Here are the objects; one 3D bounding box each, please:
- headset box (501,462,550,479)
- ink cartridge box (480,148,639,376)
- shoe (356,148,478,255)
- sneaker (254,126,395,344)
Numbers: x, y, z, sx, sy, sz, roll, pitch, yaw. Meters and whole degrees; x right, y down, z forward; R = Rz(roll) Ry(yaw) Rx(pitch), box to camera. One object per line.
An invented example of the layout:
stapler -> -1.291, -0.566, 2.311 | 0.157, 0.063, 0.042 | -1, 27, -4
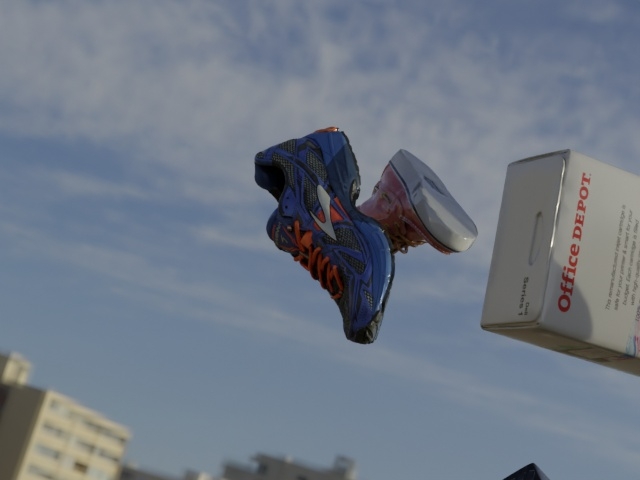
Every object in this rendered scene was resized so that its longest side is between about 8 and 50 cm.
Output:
headset box -> 0.318, 0.473, 2.137 | 0.246, 0.131, 0.283 | 50, 11, -32
ink cartridge box -> 0.333, 0.035, 1.889 | 0.278, 0.201, 0.117 | 17, -13, -29
shoe -> 0.079, -0.012, 1.463 | 0.063, 0.081, 0.178 | 32, 14, -23
sneaker -> 0.000, 0.000, 1.390 | 0.087, 0.221, 0.083 | -7, -42, -17
